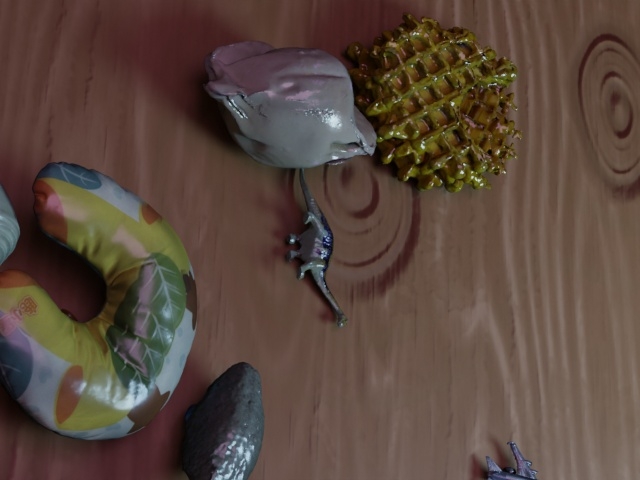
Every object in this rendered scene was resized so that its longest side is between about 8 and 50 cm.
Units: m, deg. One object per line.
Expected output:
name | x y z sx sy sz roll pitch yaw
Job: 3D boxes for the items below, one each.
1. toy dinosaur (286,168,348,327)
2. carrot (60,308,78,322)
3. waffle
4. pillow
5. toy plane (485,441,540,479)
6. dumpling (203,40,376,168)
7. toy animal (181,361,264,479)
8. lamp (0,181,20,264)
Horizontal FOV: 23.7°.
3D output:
toy dinosaur | -0.010 0.000 1.526 0.058 0.037 0.180 5 75 -50
carrot | -0.253 0.100 1.371 0.032 0.032 0.093 41 54 -7
waffle | 0.129 -0.147 1.627 0.197 0.070 0.193 1 70 -25
pillow | -0.204 0.061 1.359 0.214 0.086 0.233 41 58 -28
toy plane | 0.202 0.245 1.541 0.083 0.031 0.079 20 64 -18
dumpling | -0.034 -0.144 1.527 0.199 0.118 0.136 18 41 -33
toy animal | -0.109 0.222 1.369 0.070 0.079 0.253 35 61 -18
lamp | -0.326 -0.051 1.356 0.106 0.106 0.193 2 61 -26
